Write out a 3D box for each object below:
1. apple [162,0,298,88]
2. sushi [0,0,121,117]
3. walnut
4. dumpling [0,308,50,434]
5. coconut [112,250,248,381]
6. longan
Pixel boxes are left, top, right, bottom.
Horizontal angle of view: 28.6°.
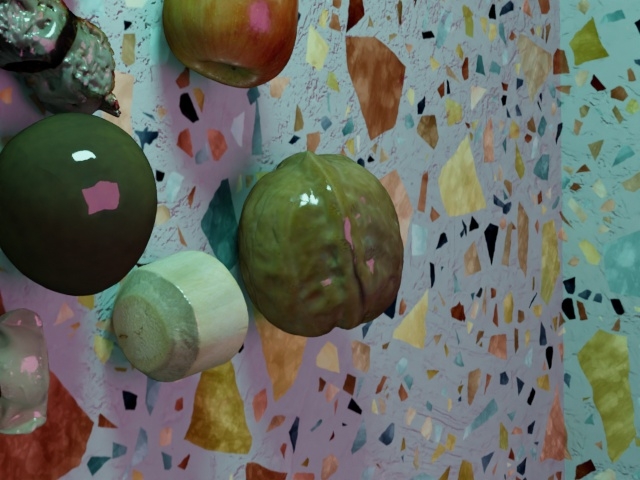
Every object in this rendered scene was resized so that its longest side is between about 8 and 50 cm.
[{"bbox_3d":[-0.138,-0.390,2.095,0.242,0.242,0.241,28,69,-52],"label":"apple"},{"bbox_3d":[-0.409,-0.284,1.815,0.332,0.124,0.130,37,64,-49],"label":"sushi"},{"bbox_3d":[-0.001,-0.001,2.287,0.306,0.306,0.344,-34,127,-48],"label":"walnut"},{"bbox_3d":[-0.464,0.189,1.830,0.134,0.100,0.169,-2,114,-17],"label":"dumpling"},{"bbox_3d":[-0.221,0.121,2.061,0.222,0.202,0.202,-19,109,-49],"label":"coconut"},{"bbox_3d":[-0.359,-0.054,1.810,0.258,0.258,0.258,-8,100,-54],"label":"longan"}]
